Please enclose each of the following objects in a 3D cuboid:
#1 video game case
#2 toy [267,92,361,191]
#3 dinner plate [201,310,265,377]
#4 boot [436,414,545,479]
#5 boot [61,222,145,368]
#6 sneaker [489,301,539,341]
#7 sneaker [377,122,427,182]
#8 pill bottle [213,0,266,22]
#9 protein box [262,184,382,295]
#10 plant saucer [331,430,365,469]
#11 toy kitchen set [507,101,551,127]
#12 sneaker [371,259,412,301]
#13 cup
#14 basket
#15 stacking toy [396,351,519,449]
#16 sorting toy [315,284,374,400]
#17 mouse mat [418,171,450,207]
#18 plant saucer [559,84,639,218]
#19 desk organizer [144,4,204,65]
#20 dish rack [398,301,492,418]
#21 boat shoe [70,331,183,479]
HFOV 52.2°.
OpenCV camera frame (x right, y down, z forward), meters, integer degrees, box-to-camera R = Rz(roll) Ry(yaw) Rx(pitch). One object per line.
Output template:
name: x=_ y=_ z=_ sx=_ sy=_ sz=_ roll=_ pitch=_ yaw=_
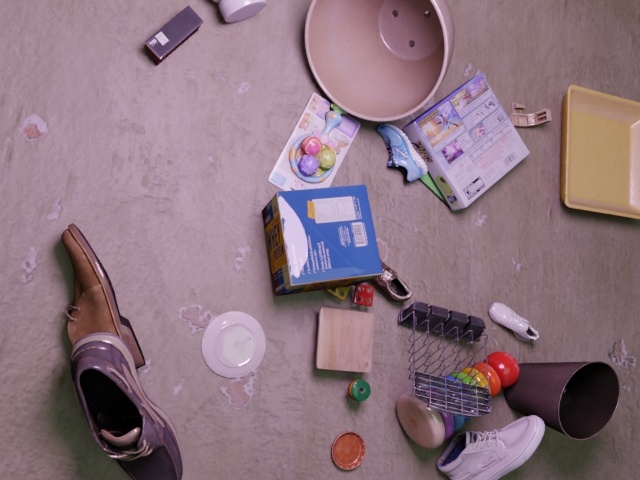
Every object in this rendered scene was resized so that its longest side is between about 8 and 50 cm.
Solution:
video game case: x=0.367 y=-0.248 z=1.630 sx=0.269 sy=0.061 sz=0.244 roll=-37 pitch=100 yaw=-25
toy: x=-0.004 y=-0.206 z=1.476 sx=0.136 sy=0.056 sz=0.237 roll=30 pitch=74 yaw=-17
dinner plate: x=-0.181 y=0.221 z=1.383 sx=0.141 sy=0.017 sz=0.141 roll=2 pitch=84 yaw=-25
boot: x=0.390 y=0.479 z=1.515 sx=0.123 sy=0.095 sz=0.258 roll=37 pitch=106 yaw=-13
boot: x=-0.441 y=0.120 z=1.237 sx=0.115 sy=0.112 sz=0.305 roll=-21 pitch=96 yaw=-13
sneaker: x=0.493 y=0.204 z=1.652 sx=0.152 sy=0.061 sz=0.054 roll=35 pitch=75 yaw=-15
sneaker: x=0.184 y=-0.208 z=1.554 sx=0.073 sy=0.063 sz=0.162 roll=-38 pitch=91 yaw=-6
pill bottle: x=-0.202 y=-0.584 z=1.391 sx=0.119 sy=0.119 sz=0.209 roll=-27 pitch=96 yaw=-23
protein box: x=0.000 y=0.000 z=1.393 sx=0.201 sy=0.136 sz=0.200 roll=-6 pitch=79 yaw=-19
plant saucer: x=0.062 y=0.471 z=1.466 sx=0.083 sy=0.013 sz=0.084 roll=2 pitch=84 yaw=-23
toy kitchen set: x=0.546 y=-0.339 z=1.714 sx=0.083 sy=0.075 sz=0.068 roll=-3 pitch=85 yaw=-28
sneaker: x=0.140 y=0.071 z=1.505 sx=0.188 sy=0.071 sz=0.066 roll=40 pitch=72 yaw=-16
cup: x=0.163 y=-0.461 z=1.461 sx=0.331 sy=0.331 sz=0.237 roll=57 pitch=40 yaw=-9
basket: x=0.563 y=0.371 z=1.576 sx=0.204 sy=0.227 sz=0.154 roll=-38 pitch=100 yaw=-22
stacking toy: x=0.341 y=0.353 z=1.545 sx=0.330 sy=0.141 sz=0.141 roll=-24 pitch=95 yaw=-30
sorting toy: x=0.049 y=0.215 z=1.462 sx=0.132 sy=0.046 sz=0.275 roll=9 pitch=76 yaw=-22
mouse mat: x=0.299 y=-0.195 z=1.633 sx=0.189 sy=0.007 sz=0.153 roll=41 pitch=71 yaw=-14
plant saucer: x=0.782 y=-0.230 z=1.805 sx=0.332 sy=0.081 sz=0.333 roll=7 pitch=83 yaw=-22
desk organizer: x=-0.309 y=-0.428 z=1.367 sx=0.047 sy=0.050 sz=0.130 roll=47 pitch=70 yaw=-13
dish rack: x=0.284 y=0.270 z=1.468 sx=0.208 sy=0.074 sz=0.272 roll=14 pitch=49 yaw=-10
boat shoe: x=-0.364 y=0.343 z=1.196 sx=0.132 sy=0.130 sz=0.356 roll=-23 pitch=109 yaw=2
